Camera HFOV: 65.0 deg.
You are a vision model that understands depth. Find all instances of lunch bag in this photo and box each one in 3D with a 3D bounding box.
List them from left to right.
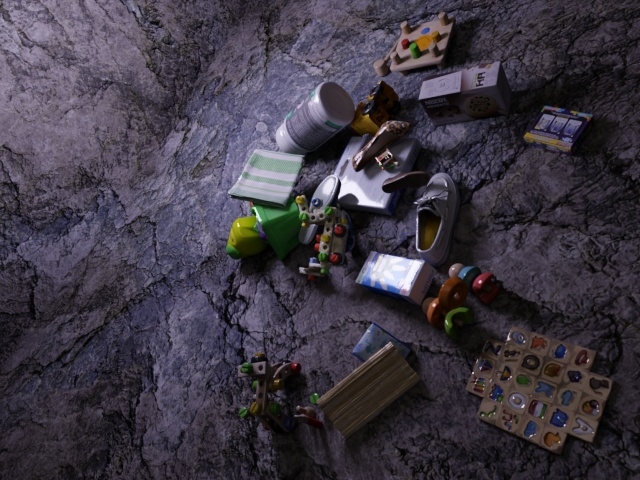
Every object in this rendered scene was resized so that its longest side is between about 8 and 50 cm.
[{"bbox_3d":[0.197,0.357,1.617,0.151,0.096,0.128,33,83,15],"label":"lunch bag"}]

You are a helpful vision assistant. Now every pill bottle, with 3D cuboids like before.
[{"bbox_3d":[-0.033,-0.519,2.215,0.361,0.204,0.204,-29,45,47],"label":"pill bottle"}]

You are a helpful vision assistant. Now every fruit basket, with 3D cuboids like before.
[{"bbox_3d":[-0.268,-0.078,2.142,0.392,0.283,0.392,-10,49,11],"label":"fruit basket"}]

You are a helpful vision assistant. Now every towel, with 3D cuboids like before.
[{"bbox_3d":[-0.218,-0.270,2.104,0.248,0.038,0.324,11,46,10],"label":"towel"}]

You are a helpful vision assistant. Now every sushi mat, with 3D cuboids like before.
[{"bbox_3d":[0.147,0.471,1.569,0.316,0.019,0.151,-41,89,7],"label":"sushi mat"}]

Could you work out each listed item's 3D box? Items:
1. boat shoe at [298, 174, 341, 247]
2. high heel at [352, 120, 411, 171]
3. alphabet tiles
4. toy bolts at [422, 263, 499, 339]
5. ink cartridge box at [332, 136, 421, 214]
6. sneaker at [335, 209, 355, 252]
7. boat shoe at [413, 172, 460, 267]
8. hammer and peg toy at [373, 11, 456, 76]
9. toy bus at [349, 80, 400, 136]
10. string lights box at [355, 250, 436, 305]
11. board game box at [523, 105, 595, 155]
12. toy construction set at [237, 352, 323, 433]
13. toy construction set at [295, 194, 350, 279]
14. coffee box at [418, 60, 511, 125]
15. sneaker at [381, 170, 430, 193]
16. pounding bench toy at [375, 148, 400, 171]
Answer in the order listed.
[{"bbox_3d":[0.013,-0.116,2.017,0.114,0.091,0.302,37,101,50],"label":"boat shoe"},{"bbox_3d":[0.236,-0.359,1.950,0.261,0.093,0.186,-11,51,49],"label":"high heel"},{"bbox_3d":[0.584,0.395,1.366,0.343,0.011,0.285,15,71,41],"label":"alphabet tiles"},{"bbox_3d":[0.407,0.146,1.542,0.228,0.218,0.158,-38,37,-16],"label":"toy bolts"},{"bbox_3d":[0.204,-0.271,2.036,0.330,0.071,0.324,12,71,43],"label":"ink cartridge box"},{"bbox_3d":[0.084,-0.025,1.975,0.083,0.071,0.190,-30,44,35],"label":"sneaker"},{"bbox_3d":[0.383,-0.102,1.732,0.136,0.156,0.367,-1,62,36],"label":"boat shoe"},{"bbox_3d":[0.406,-0.868,2.234,0.361,0.127,0.265,3,64,38],"label":"hammer and peg toy"},{"bbox_3d":[0.217,-0.549,2.172,0.211,0.149,0.220,-10,53,51],"label":"toy bus"},{"bbox_3d":[0.252,0.123,1.704,0.260,0.077,0.133,9,67,53],"label":"string lights box"},{"bbox_3d":[0.798,-0.369,1.680,0.170,0.048,0.141,31,85,43],"label":"board game box"},{"bbox_3d":[-0.156,0.513,1.671,0.309,0.237,0.257,16,72,41],"label":"toy construction set"},{"bbox_3d":[0.000,0.000,1.876,0.215,0.151,0.327,7,101,21],"label":"toy construction set"},{"bbox_3d":[0.545,-0.548,1.898,0.297,0.168,0.118,-1,62,35],"label":"coffee box"},{"bbox_3d":[0.313,-0.228,1.836,0.189,0.066,0.071,-10,36,31],"label":"sneaker"},{"bbox_3d":[0.259,-0.297,1.927,0.065,0.052,0.083,-38,46,12],"label":"pounding bench toy"}]
